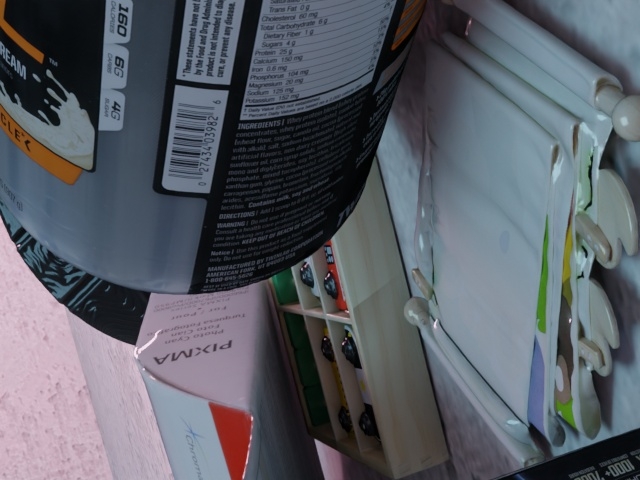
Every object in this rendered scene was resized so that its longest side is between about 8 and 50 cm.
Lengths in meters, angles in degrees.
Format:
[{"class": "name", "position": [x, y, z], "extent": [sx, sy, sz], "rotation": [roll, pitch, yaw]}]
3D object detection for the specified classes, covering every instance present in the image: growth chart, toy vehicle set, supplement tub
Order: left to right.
[{"class": "supplement tub", "position": [-0.044, -0.135, 0.508], "extent": [0.316, 0.194, 0.193], "rotation": [107, 144, -52]}, {"class": "toy vehicle set", "position": [0.000, 0.000, 0.770], "extent": [0.166, 0.035, 0.266], "rotation": [177, 79, -73]}, {"class": "growth chart", "position": [0.081, 0.003, 0.546], "extent": [0.172, 0.021, 0.237], "rotation": [-123, 24, -43]}]

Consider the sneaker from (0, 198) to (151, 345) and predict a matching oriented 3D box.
[{"class": "sneaker", "position": [-0.217, -0.111, 1.225], "extent": [0.447, 0.169, 0.257], "rotation": [50, -155, 3]}]

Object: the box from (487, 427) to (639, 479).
[{"class": "box", "position": [0.071, 0.172, 0.509], "extent": [0.180, 0.147, 0.077], "rotation": [96, 153, -48]}]

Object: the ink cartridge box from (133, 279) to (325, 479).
[{"class": "ink cartridge box", "position": [-0.043, 0.217, 0.765], "extent": [0.385, 0.091, 0.308], "rotation": [-88, -15, -71]}]
